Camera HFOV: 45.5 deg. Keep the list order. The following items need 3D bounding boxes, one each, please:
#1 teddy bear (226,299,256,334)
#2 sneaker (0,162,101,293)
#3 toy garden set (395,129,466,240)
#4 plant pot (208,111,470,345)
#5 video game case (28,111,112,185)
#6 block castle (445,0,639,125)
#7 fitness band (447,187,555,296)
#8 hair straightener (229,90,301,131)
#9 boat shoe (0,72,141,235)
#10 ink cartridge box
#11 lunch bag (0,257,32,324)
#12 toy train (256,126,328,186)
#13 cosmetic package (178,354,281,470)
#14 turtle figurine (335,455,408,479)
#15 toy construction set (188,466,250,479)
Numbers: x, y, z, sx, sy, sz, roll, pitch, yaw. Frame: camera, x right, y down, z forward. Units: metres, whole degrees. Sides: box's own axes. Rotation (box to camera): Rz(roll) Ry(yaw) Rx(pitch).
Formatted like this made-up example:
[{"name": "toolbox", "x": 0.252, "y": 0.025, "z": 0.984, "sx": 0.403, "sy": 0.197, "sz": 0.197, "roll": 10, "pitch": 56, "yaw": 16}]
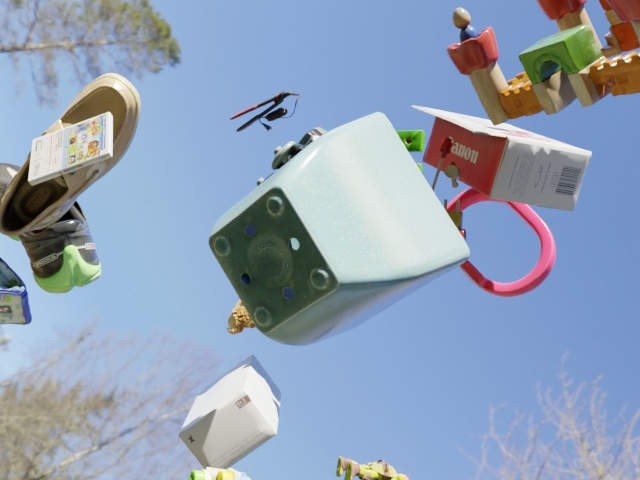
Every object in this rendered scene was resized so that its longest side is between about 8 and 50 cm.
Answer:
[{"name": "teddy bear", "x": -0.119, "y": 0.194, "z": 2.235, "sx": 0.245, "sy": 0.338, "sz": 0.113, "roll": -117, "pitch": -176, "yaw": -76}, {"name": "sneaker", "x": -0.619, "y": -0.075, "z": 1.692, "sx": 0.483, "sy": 0.185, "sz": 0.202, "roll": 35, "pitch": -47, "yaw": 39}, {"name": "toy garden set", "x": 0.198, "y": -0.096, "z": 1.533, "sx": 0.204, "sy": 0.049, "sz": 0.244, "roll": 2, "pitch": -96, "yaw": 26}, {"name": "plant pot", "x": 0.000, "y": 0.000, "z": 1.025, "sx": 0.248, "sy": 0.252, "sz": 0.247, "roll": -35, "pitch": -98, "yaw": 32}, {"name": "video game case", "x": -0.346, "y": -0.128, "z": 1.061, "sx": 0.011, "sy": 0.122, "sz": 0.087, "roll": 63, "pitch": 11, "yaw": -49}, {"name": "block castle", "x": 0.424, "y": -0.351, "z": 1.145, "sx": 0.212, "sy": 0.303, "sz": 0.453, "roll": 60, "pitch": -18, "yaw": -12}, {"name": "fitness band", "x": 0.398, "y": -0.001, "z": 1.731, "sx": 0.291, "sy": 0.209, "sz": 0.054, "roll": 54, "pitch": 4, "yaw": 36}, {"name": "hair straightener", "x": -0.152, "y": -0.367, "z": 2.235, "sx": 0.231, "sy": 0.047, "sz": 0.089, "roll": -22, "pitch": -82, "yaw": 21}, {"name": "boat shoe", "x": -0.427, "y": -0.134, "z": 1.296, "sx": 0.122, "sy": 0.110, "sz": 0.341, "roll": 39, "pitch": -70, "yaw": -6}, {"name": "ink cartridge box", "x": 0.351, "y": -0.179, "z": 1.606, "sx": 0.309, "sy": 0.272, "sz": 0.130, "roll": -133, "pitch": -126, "yaw": -64}, {"name": "lunch bag", "x": -0.578, "y": 0.084, "z": 1.338, "sx": 0.151, "sy": 0.096, "sz": 0.128, "roll": 26, "pitch": -34, "yaw": 2}, {"name": "toy train", "x": -0.064, "y": -0.110, "z": 1.738, "sx": 0.142, "sy": 0.190, "sz": 0.334, "roll": 38, "pitch": -61, "yaw": 6}, {"name": "cosmetic package", "x": -0.238, "y": 0.473, "z": 2.113, "sx": 0.156, "sy": 0.217, "sz": 0.385, "roll": 55, "pitch": 4, "yaw": -6}, {"name": "turtle figurine", "x": 0.166, "y": 0.668, "z": 2.154, "sx": 0.087, "sy": 0.217, "sz": 0.269, "roll": -70, "pitch": -159, "yaw": 6}, {"name": "toy construction set", "x": -0.209, "y": 0.552, "z": 1.380, "sx": 0.215, "sy": 0.151, "sz": 0.327, "roll": 18, "pitch": -104, "yaw": 58}]
